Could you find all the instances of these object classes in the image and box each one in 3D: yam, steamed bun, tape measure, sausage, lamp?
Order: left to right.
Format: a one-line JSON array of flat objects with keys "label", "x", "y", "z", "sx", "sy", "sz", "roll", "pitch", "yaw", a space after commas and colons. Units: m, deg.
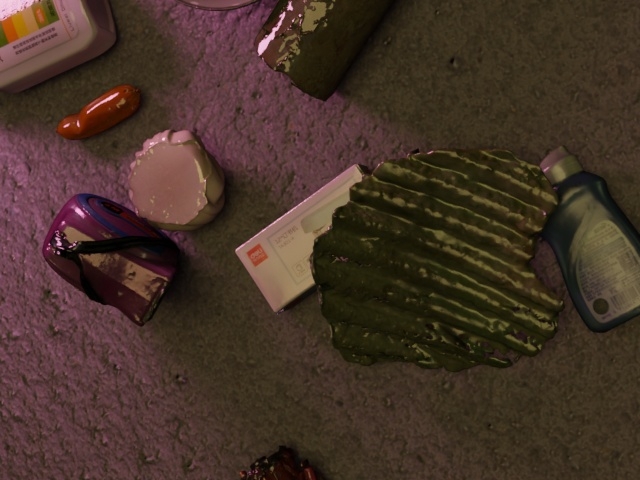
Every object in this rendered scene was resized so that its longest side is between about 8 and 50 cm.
[{"label": "sausage", "x": -0.394, "y": -0.226, "z": 2.002, "sx": 0.183, "sy": 0.054, "sz": 0.062, "roll": -28, "pitch": 51, "yaw": 16}, {"label": "tape measure", "x": -0.356, "y": 0.030, "z": 1.892, "sx": 0.231, "sy": 0.245, "sz": 0.149, "roll": 30, "pitch": 100, "yaw": -2}, {"label": "steamed bun", "x": -0.245, "y": -0.099, "z": 1.933, "sx": 0.183, "sy": 0.106, "sz": 0.183, "roll": 1, "pitch": 92, "yaw": 20}, {"label": "lamp", "x": -0.026, "y": 0.466, "z": 1.867, "sx": 0.118, "sy": 0.118, "sz": 0.253, "roll": -37, "pitch": 79, "yaw": 13}, {"label": "yam", "x": 0.027, "y": -0.392, "z": 1.820, "sx": 0.168, "sy": 0.168, "sz": 0.304, "roll": 36, "pitch": 99, "yaw": 13}]

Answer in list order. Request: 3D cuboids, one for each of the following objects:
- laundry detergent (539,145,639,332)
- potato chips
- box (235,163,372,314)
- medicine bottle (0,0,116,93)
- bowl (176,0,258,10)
[{"label": "laundry detergent", "x": 0.422, "y": -0.007, "z": 1.750, "sx": 0.143, "sy": 0.094, "sz": 0.290, "roll": -30, "pitch": 79, "yaw": 23}, {"label": "potato chips", "x": 0.181, "y": 0.043, "z": 1.759, "sx": 0.389, "sy": 0.097, "sz": 0.373, "roll": -3, "pitch": 103, "yaw": 8}, {"label": "box", "x": 0.000, "y": 0.000, "z": 1.873, "sx": 0.269, "sy": 0.079, "sz": 0.135, "roll": -35, "pitch": 81, "yaw": 13}, {"label": "medicine bottle", "x": -0.540, "y": -0.372, "z": 2.009, "sx": 0.324, "sy": 0.124, "sz": 0.179, "roll": -20, "pitch": 84, "yaw": 17}, {"label": "bowl", "x": -0.136, "y": -0.535, "z": 1.869, "sx": 0.337, "sy": 0.157, "sz": 0.337, "roll": -1, "pitch": 88, "yaw": 18}]
